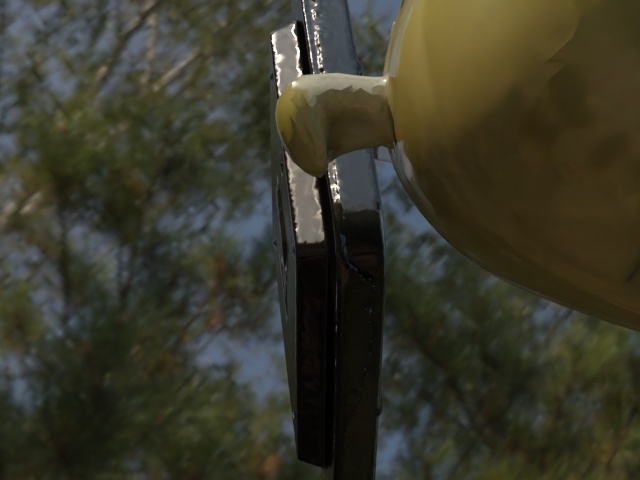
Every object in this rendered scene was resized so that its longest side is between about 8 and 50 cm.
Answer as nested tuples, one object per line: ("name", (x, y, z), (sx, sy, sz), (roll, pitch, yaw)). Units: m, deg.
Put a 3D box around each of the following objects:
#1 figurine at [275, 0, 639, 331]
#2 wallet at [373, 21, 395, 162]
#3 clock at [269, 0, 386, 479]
("figurine", (0.183, 0.001, 0.388), (0.394, 0.274, 0.226), (15, -95, -1))
("wallet", (0.049, -0.087, 0.985), (0.011, 0.044, 0.083), (13, -86, 34))
("clock", (-0.001, 0.000, 0.990), (0.049, 0.278, 0.273), (-4, -44, -4))
